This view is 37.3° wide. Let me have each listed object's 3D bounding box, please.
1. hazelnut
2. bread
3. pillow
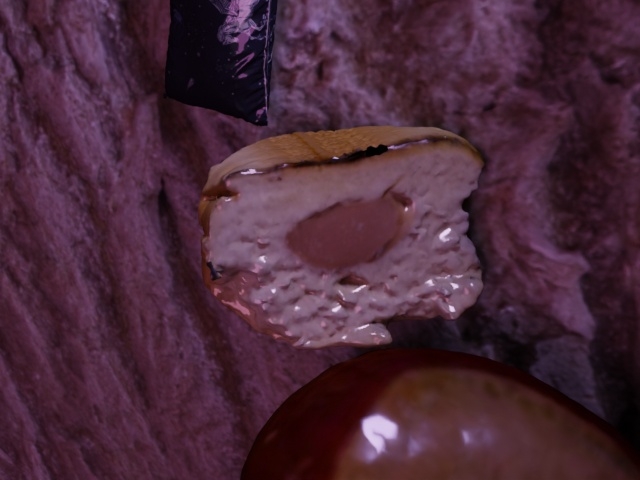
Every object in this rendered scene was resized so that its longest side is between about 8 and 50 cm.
[{"bbox_3d":[0.112,0.291,0.837,0.409,0.359,0.359,31,124,14],"label":"hazelnut"},{"bbox_3d":[0.005,0.002,0.846,0.224,0.211,0.183,4,107,36],"label":"bread"},{"bbox_3d":[-0.095,-0.220,0.907,0.141,0.055,0.208,23,121,31],"label":"pillow"}]
